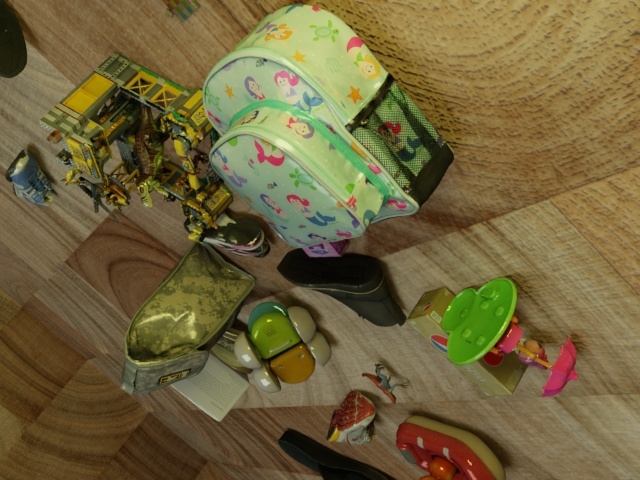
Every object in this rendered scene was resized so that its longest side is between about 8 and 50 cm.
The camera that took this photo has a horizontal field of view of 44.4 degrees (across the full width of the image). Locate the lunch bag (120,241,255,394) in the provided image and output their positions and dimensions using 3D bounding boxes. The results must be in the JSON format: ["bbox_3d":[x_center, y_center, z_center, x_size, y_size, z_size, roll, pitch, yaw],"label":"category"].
[{"bbox_3d":[-0.279,0.176,1.548,0.169,0.287,0.235,37,153,2],"label":"lunch bag"}]

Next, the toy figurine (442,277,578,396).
[{"bbox_3d":[0.263,0.143,1.051,0.159,0.130,0.173,34,177,-13],"label":"toy figurine"}]

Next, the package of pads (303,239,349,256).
[{"bbox_3d":[0.000,0.000,1.209,0.083,0.032,0.050,-2,135,52],"label":"package of pads"}]

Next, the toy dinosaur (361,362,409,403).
[{"bbox_3d":[0.117,0.272,1.468,0.047,0.090,0.082,-169,66,-67],"label":"toy dinosaur"}]

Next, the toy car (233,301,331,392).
[{"bbox_3d":[-0.079,0.192,1.521,0.182,0.159,0.136,60,-178,-38],"label":"toy car"}]

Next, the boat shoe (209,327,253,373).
[{"bbox_3d":[-0.251,0.196,1.791,0.285,0.089,0.104,32,179,17],"label":"boat shoe"}]

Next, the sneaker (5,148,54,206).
[{"bbox_3d":[-0.637,-0.135,1.736,0.081,0.080,0.211,31,163,-1],"label":"sneaker"}]

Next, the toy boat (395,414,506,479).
[{"bbox_3d":[0.232,0.442,1.498,0.231,0.151,0.151,8,142,45],"label":"toy boat"}]

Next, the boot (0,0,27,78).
[{"bbox_3d":[-0.586,-0.372,1.277,0.179,0.085,0.236,8,135,48],"label":"boot"}]

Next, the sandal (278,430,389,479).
[{"bbox_3d":[0.056,0.651,2.098,0.446,0.107,0.167,15,146,37],"label":"sandal"}]

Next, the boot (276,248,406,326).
[{"bbox_3d":[0.033,0.084,1.265,0.198,0.077,0.137,14,150,41],"label":"boot"}]

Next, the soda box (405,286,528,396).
[{"bbox_3d":[0.217,0.152,1.158,0.181,0.058,0.061,43,153,-10],"label":"soda box"}]

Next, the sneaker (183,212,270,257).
[{"bbox_3d":[-0.161,-0.007,1.360,0.178,0.072,0.077,24,162,36],"label":"sneaker"}]

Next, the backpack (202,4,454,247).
[{"bbox_3d":[-0.011,-0.121,0.873,0.253,0.191,0.225,52,151,-17],"label":"backpack"}]

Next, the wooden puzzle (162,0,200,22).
[{"bbox_3d":[-0.178,-0.300,0.975,0.049,0.006,0.083,47,152,-18],"label":"wooden puzzle"}]

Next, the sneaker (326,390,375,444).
[{"bbox_3d":[0.083,0.389,1.696,0.093,0.088,0.225,17,154,-5],"label":"sneaker"}]

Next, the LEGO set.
[{"bbox_3d":[-0.281,-0.106,1.202,0.255,0.192,0.331,33,153,8],"label":"LEGO set"}]

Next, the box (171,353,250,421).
[{"bbox_3d":[-0.278,0.317,1.889,0.182,0.119,0.181,40,177,-10],"label":"box"}]
